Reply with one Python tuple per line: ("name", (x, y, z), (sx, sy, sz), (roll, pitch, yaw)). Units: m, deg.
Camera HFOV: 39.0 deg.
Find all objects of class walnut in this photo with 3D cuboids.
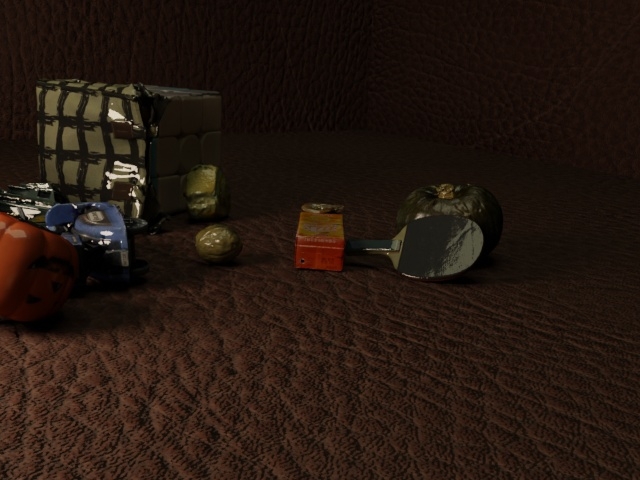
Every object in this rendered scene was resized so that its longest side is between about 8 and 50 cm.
("walnut", (-0.196, 0.007, 1.737), (0.092, 0.092, 0.092), (2, 13, -1))

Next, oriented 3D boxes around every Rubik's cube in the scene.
("Rubik's cube", (-0.442, -0.233, 2.268), (0.290, 0.291, 0.291), (9, 15, 25))

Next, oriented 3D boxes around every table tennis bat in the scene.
("table tennis bat", (0.177, 0.013, 1.724), (0.274, 0.021, 0.154), (-1, 52, 24))

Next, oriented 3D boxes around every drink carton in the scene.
("drink carton", (0.000, 0.000, 1.818), (0.096, 0.071, 0.223), (4, 13, 0))

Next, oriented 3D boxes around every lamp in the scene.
("lamp", (-0.461, 0.046, 1.343), (0.188, 0.164, 0.187), (23, -1, 0))

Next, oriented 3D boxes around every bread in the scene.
("bread", (-0.269, -0.089, 2.129), (0.103, 0.156, 0.110), (-2, 44, 9))

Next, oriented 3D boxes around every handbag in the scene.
("handbag", (-0.485, -0.196, 2.020), (0.327, 0.325, 0.162), (12, 18, 37))

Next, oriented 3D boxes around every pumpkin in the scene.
("pumpkin", (0.265, -0.041, 1.849), (0.224, 0.157, 0.223), (-6, 19, 2))

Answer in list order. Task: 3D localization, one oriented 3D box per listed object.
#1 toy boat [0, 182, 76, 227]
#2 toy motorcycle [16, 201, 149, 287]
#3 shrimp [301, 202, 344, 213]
("toy boat", (-0.591, -0.055, 1.849), (0.296, 0.122, 0.114), (5, -11, 2))
("toy motorcycle", (-0.432, -0.003, 1.640), (0.213, 0.125, 0.358), (-5, 14, -20))
("shrimp", (0.005, -0.078, 2.279), (0.108, 0.023, 0.059), (4, 22, 6))
